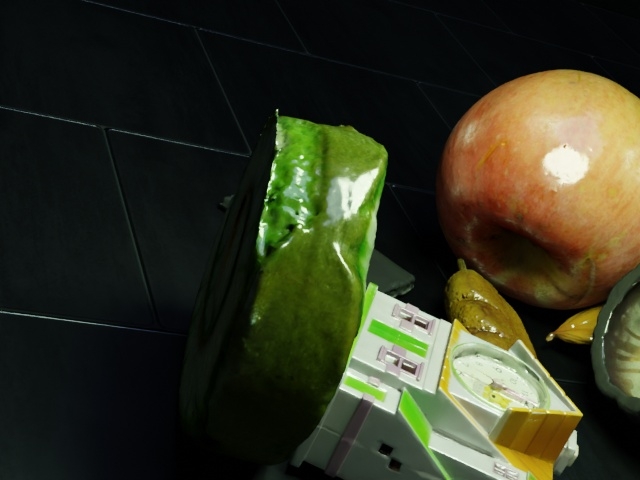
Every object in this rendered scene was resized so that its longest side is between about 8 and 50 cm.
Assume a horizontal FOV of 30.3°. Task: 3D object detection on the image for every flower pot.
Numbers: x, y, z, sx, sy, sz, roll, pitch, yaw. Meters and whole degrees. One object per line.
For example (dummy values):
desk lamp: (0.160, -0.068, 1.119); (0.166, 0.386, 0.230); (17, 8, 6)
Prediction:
flower pot: (0.547, 0.171, 1.598); (0.267, 0.266, 0.266); (32, 22, -26)

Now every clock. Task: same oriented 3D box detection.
clock: (0.153, 0.201, 1.338); (0.310, 0.166, 0.235); (26, 27, 0)

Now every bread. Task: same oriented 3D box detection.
bread: (0.224, 0.129, 1.612); (0.124, 0.084, 0.344); (37, 20, -26)
bread: (-0.043, 0.047, 1.241); (0.129, 0.366, 0.382); (16, 12, -12)

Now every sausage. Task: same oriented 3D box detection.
sausage: (0.483, 0.150, 1.757); (0.328, 0.112, 0.112); (12, 30, -18)

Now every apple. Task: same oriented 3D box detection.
apple: (0.360, -0.085, 1.772); (0.364, 0.363, 0.364); (18, 28, -10)

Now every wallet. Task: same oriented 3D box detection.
wallet: (0.000, 0.001, 1.721); (0.285, 0.030, 0.146); (34, 26, 22)
